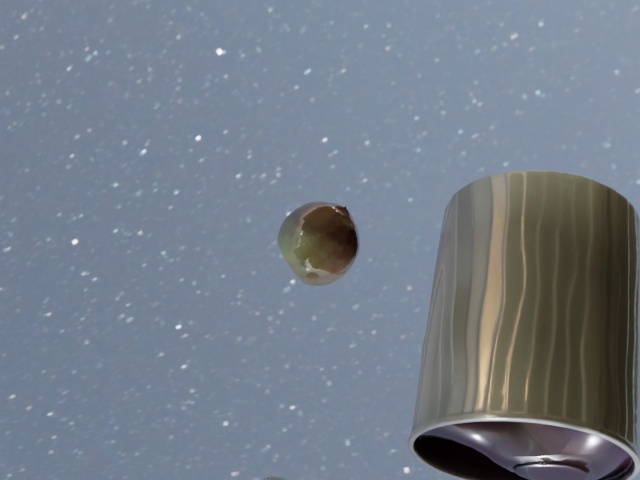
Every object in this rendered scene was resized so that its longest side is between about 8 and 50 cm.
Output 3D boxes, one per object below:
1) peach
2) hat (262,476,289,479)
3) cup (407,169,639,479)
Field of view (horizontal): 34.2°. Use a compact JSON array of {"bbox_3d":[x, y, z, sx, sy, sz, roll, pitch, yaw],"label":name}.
[{"bbox_3d":[0.000,0.002,1.002,0.083,0.083,0.083,15,-116,-35],"label":"peach"},{"bbox_3d":[-0.033,0.295,1.037,0.081,0.166,0.122,-25,-104,0],"label":"hat"},{"bbox_3d":[0.205,0.108,1.038,0.208,0.288,0.273,7,-117,7],"label":"cup"}]
